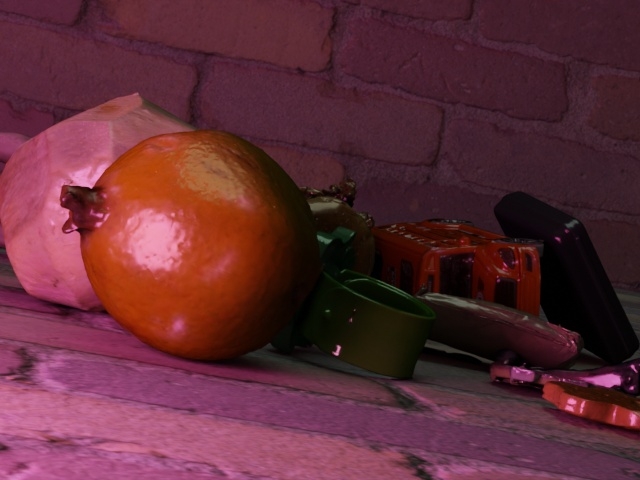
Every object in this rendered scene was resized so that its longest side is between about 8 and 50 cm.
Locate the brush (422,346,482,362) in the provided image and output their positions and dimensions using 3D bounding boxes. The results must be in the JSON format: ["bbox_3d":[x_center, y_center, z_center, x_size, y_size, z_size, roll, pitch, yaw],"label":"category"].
[{"bbox_3d":[0.140,0.127,1.880,0.083,0.008,0.024,11,2,0],"label":"brush"}]

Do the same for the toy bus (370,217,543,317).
[{"bbox_3d":[0.167,0.054,2.143,0.153,0.143,0.329,-1,8,-18],"label":"toy bus"}]

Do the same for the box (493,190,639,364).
[{"bbox_3d":[0.317,0.049,2.158,0.160,0.050,0.230,33,-23,56],"label":"box"}]

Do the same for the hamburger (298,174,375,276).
[{"bbox_3d":[0.000,0.000,2.184,0.159,0.185,0.131,26,-3,-10],"label":"hamburger"}]

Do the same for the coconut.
[{"bbox_3d":[-0.207,-0.037,1.680,0.237,0.197,0.237,-21,4,2],"label":"coconut"}]

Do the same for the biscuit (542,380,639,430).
[{"bbox_3d":[0.303,0.167,1.606,0.184,0.027,0.133,11,2,-20],"label":"biscuit"}]

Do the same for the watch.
[{"bbox_3d":[0.043,0.068,1.676,0.152,0.131,0.165,23,6,18],"label":"watch"}]

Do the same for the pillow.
[{"bbox_3d":[0.193,0.102,1.864,0.208,0.053,0.119,18,-21,1],"label":"pillow"}]

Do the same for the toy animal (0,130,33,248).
[{"bbox_3d":[-0.225,-0.038,2.014,0.303,0.194,0.344,2,11,-31],"label":"toy animal"}]

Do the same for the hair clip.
[{"bbox_3d":[0.264,0.143,1.746,0.187,0.056,0.146,0,-3,16],"label":"hair clip"}]

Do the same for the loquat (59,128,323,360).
[{"bbox_3d":[-0.125,-0.002,1.494,0.246,0.213,0.213,19,-1,-29],"label":"loquat"}]
